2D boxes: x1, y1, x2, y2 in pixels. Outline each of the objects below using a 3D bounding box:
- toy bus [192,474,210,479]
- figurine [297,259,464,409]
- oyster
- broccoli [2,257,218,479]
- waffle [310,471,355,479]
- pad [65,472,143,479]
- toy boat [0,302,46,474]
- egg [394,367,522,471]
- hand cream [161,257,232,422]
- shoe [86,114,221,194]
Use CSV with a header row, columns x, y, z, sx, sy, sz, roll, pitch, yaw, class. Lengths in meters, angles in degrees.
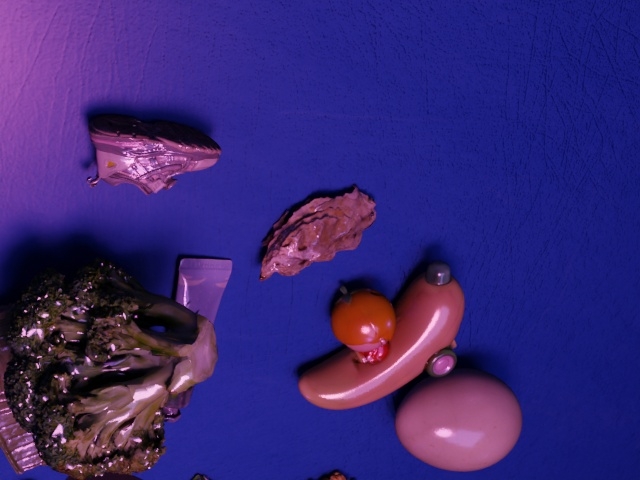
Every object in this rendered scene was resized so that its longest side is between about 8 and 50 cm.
x,y,z,sx,sy,sz,roll,pitch,yaw,class
-0.191,0.439,1.596,0.031,0.037,0.083,-48,130,3,toy bus
0.100,0.163,1.542,0.325,0.124,0.222,-32,130,-5,figurine
0.005,-0.008,1.408,0.209,0.072,0.132,-7,125,-29,oyster
-0.274,0.169,1.199,0.275,0.307,0.307,-5,135,24,broccoli
-0.001,0.521,1.763,0.191,0.038,0.191,-14,125,-22,waffle
-0.406,0.484,1.519,0.267,0.004,0.181,-48,131,4,pad
-0.436,0.204,1.289,0.093,0.055,0.292,-15,125,-23,toy boat
0.254,0.332,1.695,0.254,0.188,0.188,2,118,-28,egg
-0.206,0.152,1.398,0.091,0.058,0.271,5,111,-37,hand cream
-0.220,-0.103,1.200,0.180,0.089,0.092,4,115,-30,shoe
